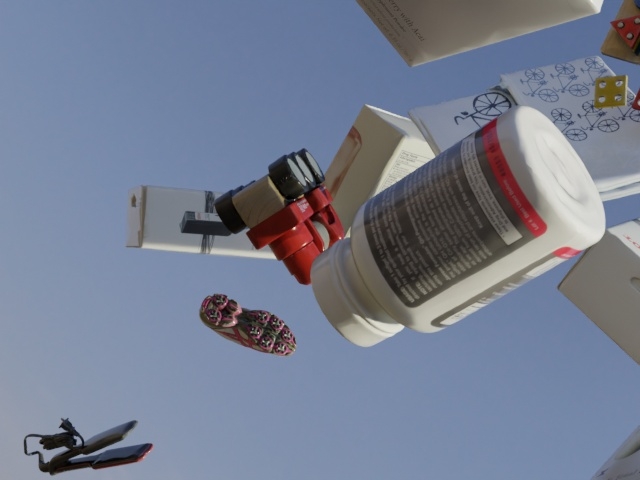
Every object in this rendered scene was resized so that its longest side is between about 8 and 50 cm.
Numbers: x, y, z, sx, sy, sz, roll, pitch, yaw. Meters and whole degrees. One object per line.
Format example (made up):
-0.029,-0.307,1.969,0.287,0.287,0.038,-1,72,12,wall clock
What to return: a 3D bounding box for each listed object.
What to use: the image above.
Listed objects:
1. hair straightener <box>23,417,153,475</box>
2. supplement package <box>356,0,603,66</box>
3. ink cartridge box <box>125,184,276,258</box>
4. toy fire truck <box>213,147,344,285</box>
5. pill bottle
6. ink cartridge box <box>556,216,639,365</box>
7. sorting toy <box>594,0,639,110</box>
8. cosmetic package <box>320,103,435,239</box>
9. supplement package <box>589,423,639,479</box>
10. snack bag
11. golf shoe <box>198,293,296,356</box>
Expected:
-0.339,0.280,1.593,0.230,0.047,0.089,-15,-70,37,hair straightener
0.205,-0.370,1.447,0.293,0.175,0.177,-10,-44,42,supplement package
-0.205,-0.030,2.048,0.273,0.114,0.197,6,-2,-17,ink cartridge box
0.000,0.000,1.561,0.246,0.159,0.217,58,11,-2,toy fire truck
0.147,-0.002,1.302,0.319,0.176,0.176,-33,-74,28,pill bottle
0.533,0.080,1.740,0.223,0.307,0.129,45,-61,21,ink cartridge box
0.478,-0.309,1.627,0.132,0.274,0.046,26,0,35,sorting toy
0.090,-0.088,2.125,0.153,0.296,0.129,13,24,-48,cosmetic package
0.394,0.253,1.047,0.199,0.263,0.198,-33,-91,48,supplement package
0.326,-0.155,1.680,0.323,0.343,0.037,-112,-169,-48,snack bag
-0.129,0.156,2.029,0.186,0.067,0.086,27,-24,0,golf shoe
